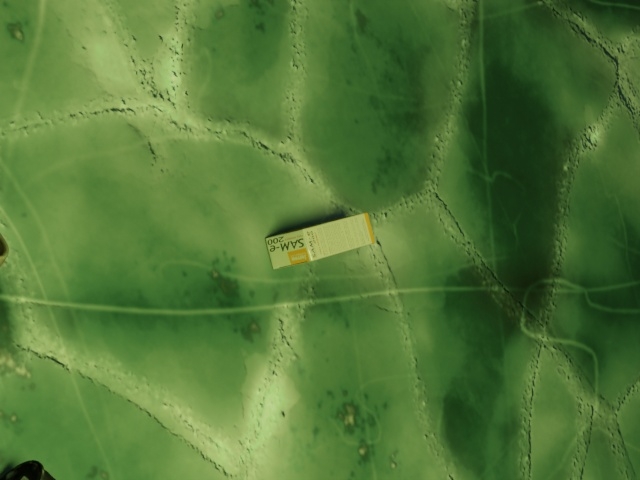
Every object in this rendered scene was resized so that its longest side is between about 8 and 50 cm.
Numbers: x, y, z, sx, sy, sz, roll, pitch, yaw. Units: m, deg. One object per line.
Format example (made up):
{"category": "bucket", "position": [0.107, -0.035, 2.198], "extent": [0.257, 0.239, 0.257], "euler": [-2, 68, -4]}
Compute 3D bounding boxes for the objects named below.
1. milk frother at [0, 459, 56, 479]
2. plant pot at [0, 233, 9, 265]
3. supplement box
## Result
{"category": "milk frother", "position": [-0.254, 0.297, 1.716], "extent": [0.143, 0.129, 0.135], "euler": [-41, 114, 5]}
{"category": "plant pot", "position": [-0.417, 0.016, 1.532], "extent": [0.284, 0.284, 0.191], "euler": [28, 96, -35]}
{"category": "supplement box", "position": [0.000, 0.000, 2.030], "extent": [0.098, 0.062, 0.036], "euler": [-16, 91, -44]}
